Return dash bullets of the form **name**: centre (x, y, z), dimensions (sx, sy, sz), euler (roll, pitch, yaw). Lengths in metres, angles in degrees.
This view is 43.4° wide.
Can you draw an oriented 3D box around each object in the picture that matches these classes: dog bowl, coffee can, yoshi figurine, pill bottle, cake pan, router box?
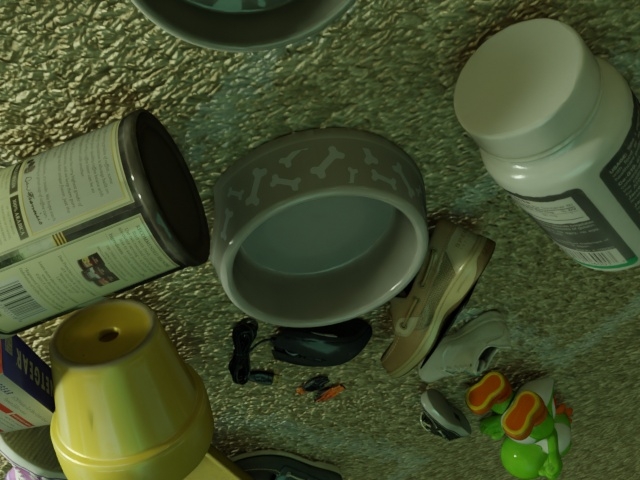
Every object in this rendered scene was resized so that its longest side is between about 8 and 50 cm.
- **dog bowl**: centre (0.000, 0.000, 1.186), dimensions (0.348, 0.102, 0.349), euler (-8, 139, -7)
- **coffee can**: centre (-0.303, -0.018, 0.994), dimensions (0.275, 0.202, 0.202), euler (-21, 139, 7)
- **yoshi figurine**: centre (0.440, 0.430, 1.758), dimensions (0.203, 0.204, 0.362), euler (-17, 145, 27)
- **pill bottle**: centre (0.340, -0.118, 1.076), dimensions (0.204, 0.204, 0.361), euler (-34, 136, 21)
- **cake pan**: centre (-0.074, -0.330, 0.824), dimensions (0.293, 0.054, 0.293), euler (-9, 139, -7)
- **router box**: centre (-0.579, 0.231, 1.210), dimensions (0.301, 0.082, 0.335), euler (-9, 157, -8)

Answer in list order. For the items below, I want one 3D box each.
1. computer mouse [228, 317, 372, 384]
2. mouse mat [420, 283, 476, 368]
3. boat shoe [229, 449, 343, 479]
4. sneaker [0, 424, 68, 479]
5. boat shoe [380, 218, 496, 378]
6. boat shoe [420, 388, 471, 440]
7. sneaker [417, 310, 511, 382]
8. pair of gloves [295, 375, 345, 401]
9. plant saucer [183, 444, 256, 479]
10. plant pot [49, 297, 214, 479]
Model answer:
- **computer mouse**: centre (-0.038, 0.217, 1.451), dimensions (0.261, 0.060, 0.184), euler (2, 136, -19)
- **mouse mat**: centre (0.229, 0.121, 1.376), dimensions (0.007, 0.153, 0.190), euler (30, 132, 6)
- **boat shoe**: centre (-0.076, 0.539, 1.774), dimensions (0.319, 0.099, 0.116), euler (20, 130, -33)
- **sneaker**: centre (-0.547, 0.417, 1.494), dimensions (0.161, 0.102, 0.282), euler (-22, 139, 12)
- **boat shoe**: centre (0.170, 0.099, 1.357), dimensions (0.110, 0.122, 0.341), euler (30, 128, 4)
- **boat shoe**: centre (0.254, 0.384, 1.717), dimensions (0.070, 0.078, 0.219), euler (-30, 139, 15)
- **sneaker**: centre (0.272, 0.226, 1.530), dimensions (0.080, 0.094, 0.212), euler (22, 128, -37)
- **pair of gloves**: centre (0.000, 0.293, 1.588), dimensions (0.074, 0.010, 0.083), euler (-33, 134, 22)
- **plant saucer**: centre (-0.277, 0.524, 1.657), dimensions (0.332, 0.081, 0.333), euler (-28, 123, 21)
- **plant pot**: centre (-0.309, 0.232, 1.262), dimensions (0.253, 0.254, 0.239), euler (-10, 124, -6)
